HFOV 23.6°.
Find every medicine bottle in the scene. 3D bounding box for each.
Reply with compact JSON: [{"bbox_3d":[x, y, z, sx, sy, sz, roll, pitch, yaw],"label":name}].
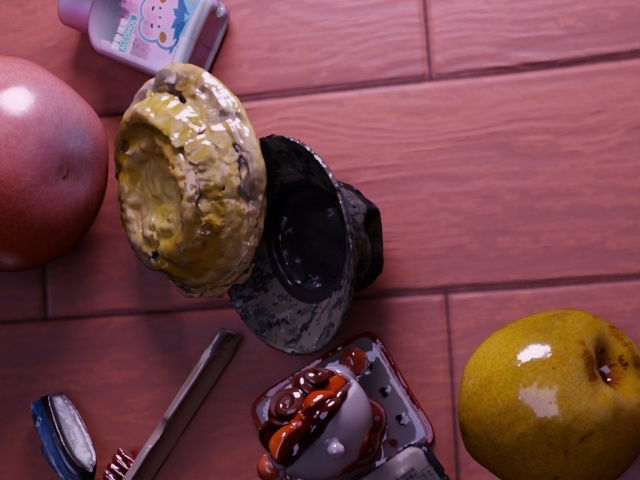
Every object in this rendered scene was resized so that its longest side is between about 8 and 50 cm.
[{"bbox_3d":[-0.219,-0.268,1.859,0.188,0.094,0.119,23,92,16],"label":"medicine bottle"}]

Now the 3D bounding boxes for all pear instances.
[{"bbox_3d":[0.243,0.176,1.635,0.209,0.209,0.209,-2,84,15],"label":"pear"}]

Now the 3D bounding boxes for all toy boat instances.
[{"bbox_3d":[-0.308,0.248,1.849,0.137,0.060,0.061,57,133,22],"label":"toy boat"}]

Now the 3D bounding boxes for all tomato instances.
[{"bbox_3d":[-0.371,-0.090,1.800,0.224,0.256,0.255,8,86,39],"label":"tomato"}]

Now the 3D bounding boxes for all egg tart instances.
[{"bbox_3d":[-0.165,-0.064,1.766,0.279,0.095,0.279,16,111,48],"label":"egg tart"}]

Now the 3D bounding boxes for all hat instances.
[{"bbox_3d":[0.000,0.000,1.749,0.265,0.128,0.265,14,108,49],"label":"hat"}]

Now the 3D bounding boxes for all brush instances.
[{"bbox_3d":[-0.200,0.236,1.822,0.050,0.060,0.321,35,94,26],"label":"brush"}]

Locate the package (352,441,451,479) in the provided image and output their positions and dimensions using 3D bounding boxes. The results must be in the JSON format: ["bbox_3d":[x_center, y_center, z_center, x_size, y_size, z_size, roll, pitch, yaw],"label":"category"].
[{"bbox_3d":[0.105,0.342,1.692,0.166,0.040,0.232,-29,105,12],"label":"package"}]

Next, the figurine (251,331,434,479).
[{"bbox_3d":[-0.003,0.204,1.684,0.183,0.226,0.160,-33,78,10],"label":"figurine"}]
